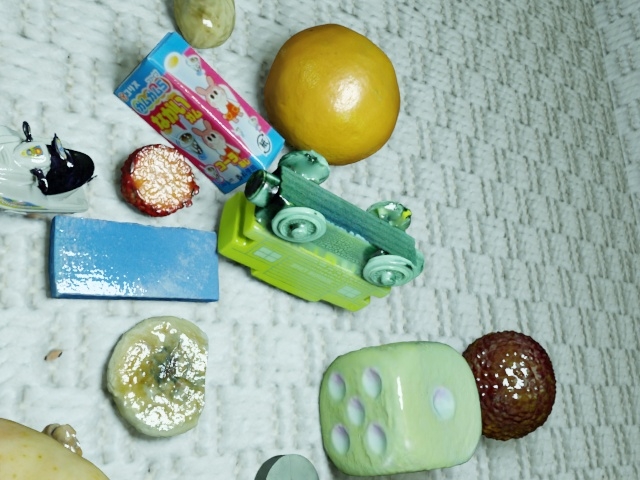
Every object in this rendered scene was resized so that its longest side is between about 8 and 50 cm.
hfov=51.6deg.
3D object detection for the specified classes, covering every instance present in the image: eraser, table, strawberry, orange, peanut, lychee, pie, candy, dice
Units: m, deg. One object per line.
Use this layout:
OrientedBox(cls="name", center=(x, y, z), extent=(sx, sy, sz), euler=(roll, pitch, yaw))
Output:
OrientedBox(cls="eraser", center=(-0.331, 0.040, 1.205), extent=(0.312, 0.043, 0.144), euler=(6, 72, -39))
OrientedBox(cls="table", center=(-0.065, 0.482, 1.278), extent=(0.134, 0.043, 0.133), euler=(14, 67, -36))
OrientedBox(cls="strawberry", center=(-0.307, -0.110, 1.247), extent=(0.145, 0.086, 0.145), euler=(15, 65, -34))
OrientedBox(cls="orange", center=(0.027, -0.316, 1.461), extent=(0.312, 0.312, 0.311), euler=(15, 66, -36))
OrientedBox(cls="peanut", center=(-0.248, -0.487, 1.414), extent=(0.141, 0.109, 0.159), euler=(19, 75, -23))
OrientedBox(cls="lychee", center=(0.445, 0.349, 1.615), extent=(0.261, 0.261, 0.260), euler=(15, 66, -36))
OrientedBox(cls="pie", center=(-0.287, 0.236, 1.171), extent=(0.185, 0.052, 0.218), euler=(12, 66, -31))
OrientedBox(cls="candy", center=(-0.236, -0.243, 1.305), extent=(0.306, 0.157, 0.100), euler=(44, 52, -21))
OrientedBox(cls="dice", center=(0.165, 0.349, 1.377), extent=(0.252, 0.250, 0.254), euler=(9, 69, -39))

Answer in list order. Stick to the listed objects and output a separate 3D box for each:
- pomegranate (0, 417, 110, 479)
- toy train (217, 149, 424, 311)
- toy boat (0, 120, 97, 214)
OrientedBox(cls="pomegranate", center=(-0.408, 0.393, 0.792), extent=(0.412, 0.412, 0.411), euler=(15, 66, -36))
OrientedBox(cls="toy train", center=(0.000, 0.000, 1.344), extent=(0.442, 0.272, 0.179), euler=(27, 48, -32))
OrientedBox(cls="toy boat", center=(-0.444, -0.111, 1.037), extent=(0.141, 0.269, 0.140), euler=(0, 87, 2))
